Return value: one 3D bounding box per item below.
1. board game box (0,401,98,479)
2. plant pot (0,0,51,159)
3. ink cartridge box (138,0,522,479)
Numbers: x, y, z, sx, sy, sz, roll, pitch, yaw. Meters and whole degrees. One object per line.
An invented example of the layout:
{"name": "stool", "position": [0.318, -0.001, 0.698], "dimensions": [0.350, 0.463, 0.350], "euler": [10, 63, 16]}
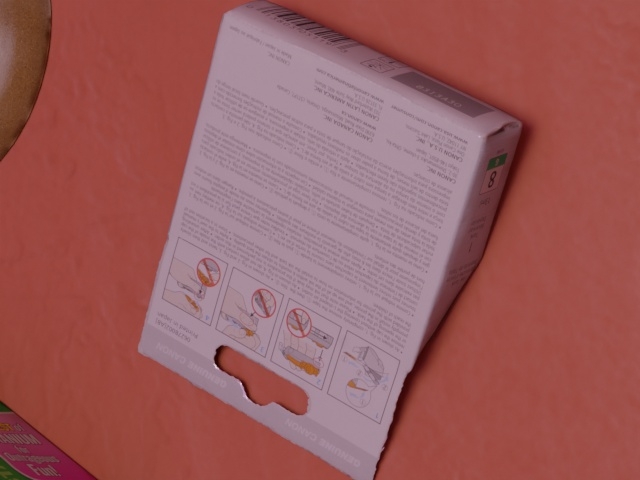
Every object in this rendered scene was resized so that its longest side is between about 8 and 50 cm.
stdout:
{"name": "board game box", "position": [-0.288, 0.105, 1.098], "dimensions": [0.316, 0.242, 0.064], "euler": [34, 101, 25]}
{"name": "plant pot", "position": [-0.281, -0.135, 1.230], "dimensions": [0.236, 0.032, 0.236], "euler": [-2, 86, 27]}
{"name": "ink cartridge box", "position": [0.000, 0.000, 1.075], "dimensions": [0.181, 0.056, 0.224], "euler": [28, 118, 26]}
